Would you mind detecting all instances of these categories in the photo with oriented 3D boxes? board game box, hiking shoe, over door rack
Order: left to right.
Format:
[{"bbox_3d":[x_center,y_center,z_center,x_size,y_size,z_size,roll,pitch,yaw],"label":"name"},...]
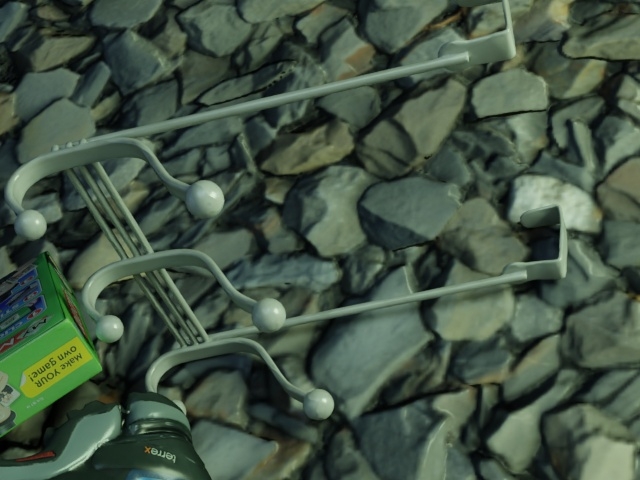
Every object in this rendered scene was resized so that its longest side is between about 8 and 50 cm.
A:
[{"bbox_3d":[-0.307,0.130,0.844,0.317,0.046,0.213,-33,19,-7],"label":"board game box"},{"bbox_3d":[-0.193,0.199,0.738,0.304,0.113,0.132,-24,56,-24],"label":"hiking shoe"},{"bbox_3d":[0.000,0.000,0.779,0.324,0.239,0.108,-20,48,4],"label":"over door rack"}]
